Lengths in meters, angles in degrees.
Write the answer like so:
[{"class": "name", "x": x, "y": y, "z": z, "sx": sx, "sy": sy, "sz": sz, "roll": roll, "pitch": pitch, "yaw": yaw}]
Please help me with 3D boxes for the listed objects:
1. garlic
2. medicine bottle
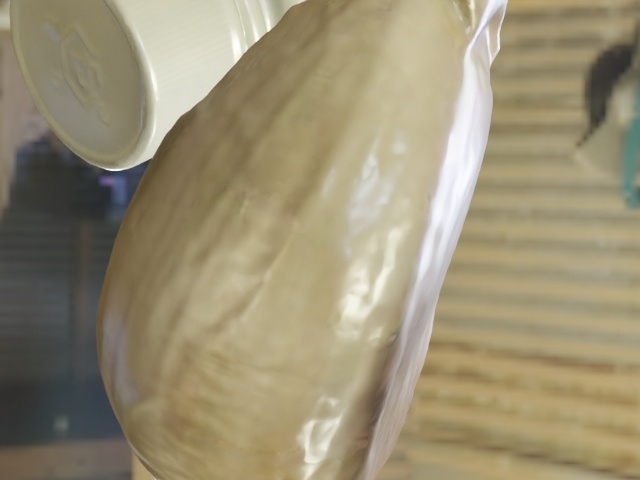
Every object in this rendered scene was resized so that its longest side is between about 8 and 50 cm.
[{"class": "garlic", "x": -0.008, "y": 0.012, "z": 0.537, "sx": 0.087, "sy": 0.196, "sz": 0.101, "roll": 27, "pitch": -143, "yaw": 20}, {"class": "medicine bottle", "x": -0.035, "y": -0.131, "z": 1.030, "sx": 0.237, "sy": 0.139, "sz": 0.139, "roll": -30, "pitch": -159, "yaw": -36}]
